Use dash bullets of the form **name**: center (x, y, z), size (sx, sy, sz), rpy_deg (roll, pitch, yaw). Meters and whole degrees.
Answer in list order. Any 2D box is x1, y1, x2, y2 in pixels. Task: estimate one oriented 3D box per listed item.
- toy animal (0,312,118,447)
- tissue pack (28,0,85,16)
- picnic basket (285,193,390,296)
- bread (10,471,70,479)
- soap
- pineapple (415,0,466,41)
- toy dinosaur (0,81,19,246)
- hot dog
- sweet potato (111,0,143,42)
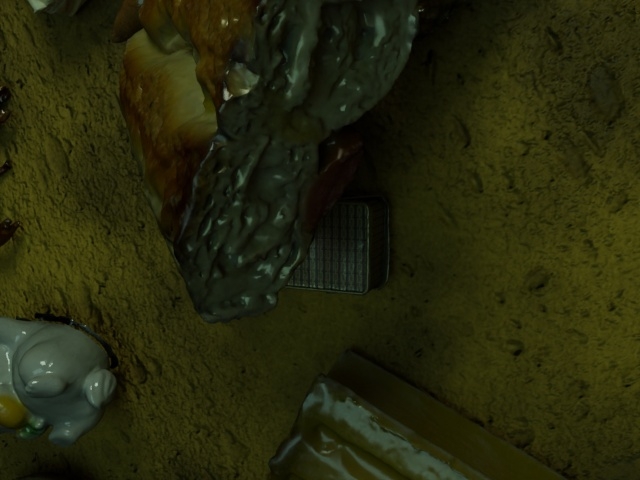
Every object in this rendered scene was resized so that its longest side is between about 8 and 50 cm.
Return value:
- **toy animal**: center (-0.433, 0.206, 1.013), size (0.325, 0.154, 0.208), rpy_deg (-24, 113, 44)
- **tissue pack**: center (-0.313, -0.399, 0.870), size (0.196, 0.092, 0.148), rpy_deg (-32, 88, 22)
- **picnic basket**: center (0.000, 0.000, 0.834), size (0.164, 0.079, 0.115), rpy_deg (4, 102, 21)
- **bread**: center (-0.437, 0.471, 1.053), size (0.230, 0.123, 0.230), rpy_deg (-15, 57, 25)
- **soap**: center (0.092, 0.339, 0.828), size (0.335, 0.156, 0.293), rpy_deg (28, 112, 14)
- **pineapple**: center (0.150, -0.321, 0.698), size (0.251, 0.125, 0.125), rpy_deg (-40, 85, 17)
- **toy dinosaur**: center (-0.566, -0.036, 1.042), size (0.432, 0.097, 0.208), rpy_deg (-46, 69, 19)
- **hot dog**: center (-0.089, -0.162, 0.728), size (0.365, 0.196, 0.367), rpy_deg (44, 114, 49)
- **sweet potato**: center (-0.192, -0.315, 0.860), size (0.202, 0.055, 0.058), rpy_deg (-31, 110, 23)
